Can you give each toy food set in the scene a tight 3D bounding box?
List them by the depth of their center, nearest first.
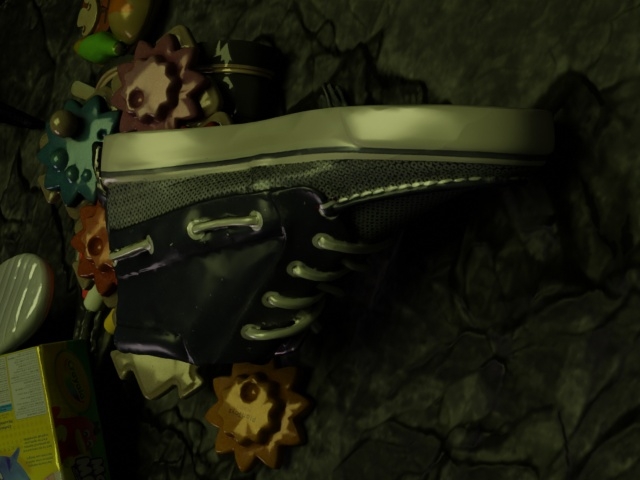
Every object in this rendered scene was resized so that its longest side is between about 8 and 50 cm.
[{"bbox_3d":[-0.175,-0.210,1.572,0.132,0.038,0.192,18,92,55],"label":"toy food set"}]

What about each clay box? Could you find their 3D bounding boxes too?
[{"bbox_3d":[-0.217,0.196,1.416,0.127,0.053,0.222,-15,84,42],"label":"clay box"}]

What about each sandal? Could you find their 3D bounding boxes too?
[{"bbox_3d":[-0.268,0.084,1.552,0.265,0.076,0.102,-24,56,52],"label":"sandal"}]

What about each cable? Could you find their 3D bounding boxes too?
[{"bbox_3d":[-0.189,0.077,1.449,0.139,0.072,0.287,41,110,42],"label":"cable"}]

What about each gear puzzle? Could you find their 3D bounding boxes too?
[{"bbox_3d":[-0.106,0.018,1.319,0.175,0.044,0.339,-36,65,23],"label":"gear puzzle"}]

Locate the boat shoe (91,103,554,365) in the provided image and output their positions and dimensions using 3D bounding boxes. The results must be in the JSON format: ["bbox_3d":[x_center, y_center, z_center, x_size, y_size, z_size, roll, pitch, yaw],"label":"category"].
[{"bbox_3d":[0.000,0.000,1.177,0.340,0.127,0.158,-3,88,39],"label":"boat shoe"}]

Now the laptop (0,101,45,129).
[{"bbox_3d":[-0.389,-0.216,1.698,0.264,0.234,0.136,13,81,52],"label":"laptop"}]

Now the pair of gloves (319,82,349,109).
[{"bbox_3d":[-0.004,-0.068,1.313,0.083,0.010,0.074,-46,44,32],"label":"pair of gloves"}]

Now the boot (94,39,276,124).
[{"bbox_3d":[-0.115,-0.073,1.416,0.198,0.077,0.137,-8,76,53],"label":"boot"}]
